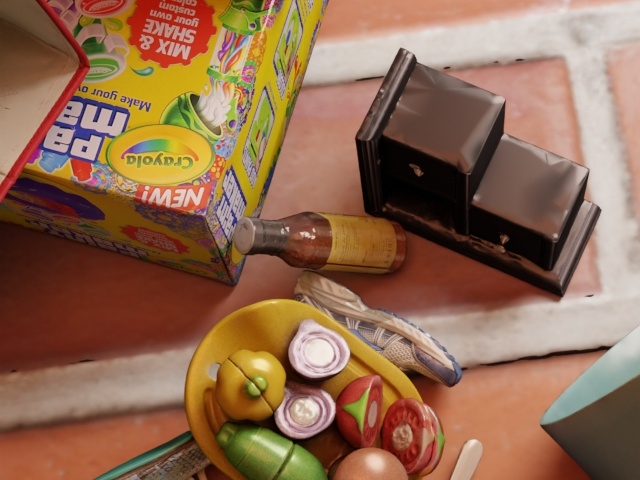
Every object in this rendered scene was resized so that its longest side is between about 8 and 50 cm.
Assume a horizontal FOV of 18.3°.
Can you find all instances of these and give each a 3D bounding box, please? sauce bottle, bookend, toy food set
[{"bbox_3d":[0.000,0.000,1.368,0.128,0.042,0.042,7,67,-37],"label":"sauce bottle"},{"bbox_3d":[0.111,-0.043,1.349,0.157,0.156,0.072,23,75,10],"label":"bookend"},{"bbox_3d":[0.015,0.128,1.304,0.218,0.071,0.128,36,79,-9],"label":"toy food set"}]

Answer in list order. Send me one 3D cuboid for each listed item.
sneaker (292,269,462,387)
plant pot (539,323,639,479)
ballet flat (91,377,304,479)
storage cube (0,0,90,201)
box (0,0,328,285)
[{"bbox_3d":[0.034,0.075,1.378,0.135,0.052,0.058,27,86,19],"label":"sneaker"},{"bbox_3d":[0.322,0.118,1.228,0.293,0.293,0.235,-37,88,-8],"label":"plant pot"},{"bbox_3d":[-0.072,0.150,1.353,0.188,0.070,0.070,-30,73,-2],"label":"ballet flat"},{"bbox_3d":[-0.288,-0.108,1.192,0.193,0.215,0.183,29,80,18],"label":"storage cube"},{"bbox_3d":[-0.163,-0.152,1.392,0.290,0.177,0.279,15,75,8],"label":"box"}]
